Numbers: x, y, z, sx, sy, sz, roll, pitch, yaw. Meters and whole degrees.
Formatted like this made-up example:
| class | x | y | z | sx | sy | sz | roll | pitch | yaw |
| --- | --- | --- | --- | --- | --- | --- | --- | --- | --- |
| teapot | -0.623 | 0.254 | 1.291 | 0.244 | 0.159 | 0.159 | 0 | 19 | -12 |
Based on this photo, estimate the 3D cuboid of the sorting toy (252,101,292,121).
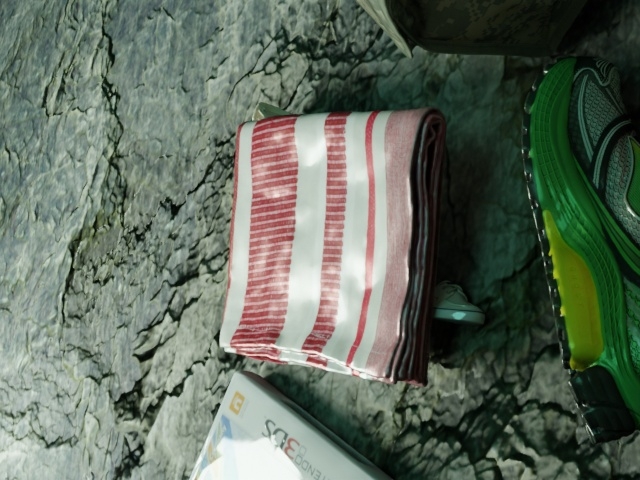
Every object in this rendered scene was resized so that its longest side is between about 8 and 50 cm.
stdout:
| class | x | y | z | sx | sy | sz | roll | pitch | yaw |
| --- | --- | --- | --- | --- | --- | --- | --- | --- | --- |
| sorting toy | -0.042 | -0.084 | 1.691 | 0.083 | 0.045 | 0.075 | 52 | 125 | 46 |

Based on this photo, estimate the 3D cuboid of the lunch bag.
| class | x | y | z | sx | sy | sz | roll | pitch | yaw |
| --- | --- | --- | --- | --- | --- | --- | --- | --- | --- |
| lunch bag | 0.074 | -0.273 | 1.360 | 0.235 | 0.287 | 0.169 | 54 | 127 | 27 |

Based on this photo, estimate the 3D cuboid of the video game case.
| class | x | y | z | sx | sy | sz | roll | pitch | yaw |
| --- | --- | --- | --- | --- | --- | --- | --- | --- | --- |
| video game case | -0.059 | 0.321 | 1.539 | 0.300 | 0.036 | 0.329 | 31 | 100 | 53 |

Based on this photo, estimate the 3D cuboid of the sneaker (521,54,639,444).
| class | x | y | z | sx | sy | sz | roll | pitch | yaw |
| --- | --- | --- | --- | --- | --- | --- | --- | --- | --- |
| sneaker | 0.235 | -0.006 | 1.255 | 0.146 | 0.134 | 0.343 | -13 | 50 | 9 |

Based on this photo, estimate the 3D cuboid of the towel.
| class | x | y | z | sx | sy | sz | roll | pitch | yaw |
| --- | --- | --- | --- | --- | --- | --- | --- | --- | --- |
| towel | 0.000 | 0.000 | 1.545 | 0.329 | 0.037 | 0.237 | 4 | 89 | 58 |

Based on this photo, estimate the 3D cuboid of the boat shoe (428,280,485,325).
| class | x | y | z | sx | sy | sz | roll | pitch | yaw |
| --- | --- | --- | --- | --- | --- | --- | --- | --- | --- |
| boat shoe | 0.107 | 0.052 | 1.445 | 0.100 | 0.035 | 0.035 | 7 | 83 | 60 |
